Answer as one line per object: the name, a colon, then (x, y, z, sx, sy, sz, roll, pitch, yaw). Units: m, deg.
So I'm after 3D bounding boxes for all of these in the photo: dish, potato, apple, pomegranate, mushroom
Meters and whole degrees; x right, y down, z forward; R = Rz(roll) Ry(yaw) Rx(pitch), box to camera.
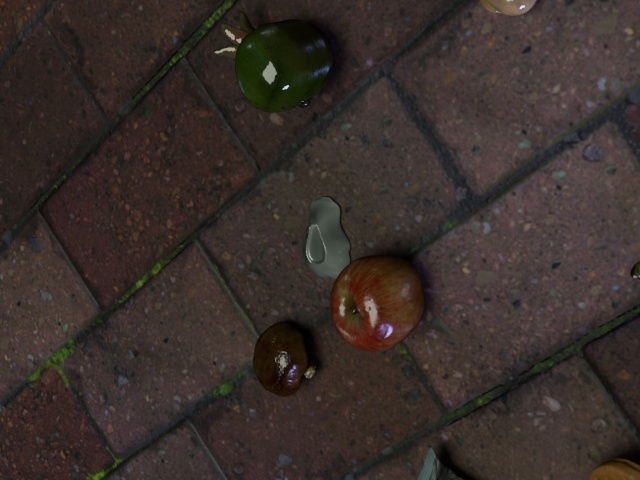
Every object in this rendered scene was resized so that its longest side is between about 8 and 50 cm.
dish: (0.000, 0.000, 1.735, 0.091, 0.039, 0.137, 10, 111, 31)
potato: (0.253, -0.337, 1.457, 0.083, 0.062, 0.068, 1, 90, 55)
apple: (0.089, 0.092, 1.651, 0.146, 0.131, 0.146, 16, 113, 45)
pomegranate: (-0.076, -0.274, 1.638, 0.191, 0.152, 0.131, 28, 128, 35)
mushroom: (-0.064, 0.200, 1.824, 0.127, 0.087, 0.127, -2, 88, 52)

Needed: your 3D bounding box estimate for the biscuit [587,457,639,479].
biscuit: (0.467, 0.436, 1.512, 0.289, 0.044, 0.202, 64, 157, -6)

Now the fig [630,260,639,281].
fig: (0.509, -0.002, 1.358, 0.259, 0.151, 0.151, 3, 107, 51)

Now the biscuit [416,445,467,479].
biscuit: (0.263, 0.477, 1.682, 0.309, 0.079, 0.186, 31, 123, 19)
